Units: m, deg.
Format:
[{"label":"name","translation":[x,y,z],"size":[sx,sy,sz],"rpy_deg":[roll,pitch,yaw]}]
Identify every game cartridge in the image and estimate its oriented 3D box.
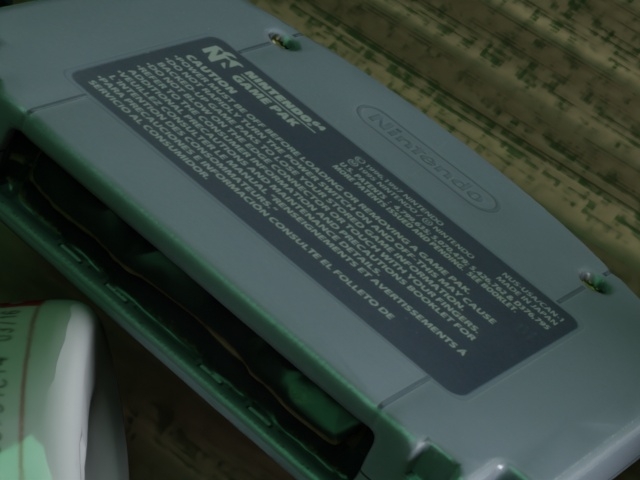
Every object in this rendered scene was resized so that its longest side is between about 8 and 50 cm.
[{"label":"game cartridge","translation":[0.000,0.000,0.784],"size":[0.297,0.062,0.198],"rpy_deg":[39,28,20]}]

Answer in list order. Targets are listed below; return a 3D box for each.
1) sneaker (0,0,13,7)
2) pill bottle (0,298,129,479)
[{"label":"sneaker","translation":[-0.226,-0.056,0.889],"size":[0.209,0.069,0.082],"rpy_deg":[-50,36,-13]},{"label":"pill bottle","translation":[-0.218,0.109,0.728],"size":[0.283,0.161,0.161],"rpy_deg":[-4,60,0]}]
